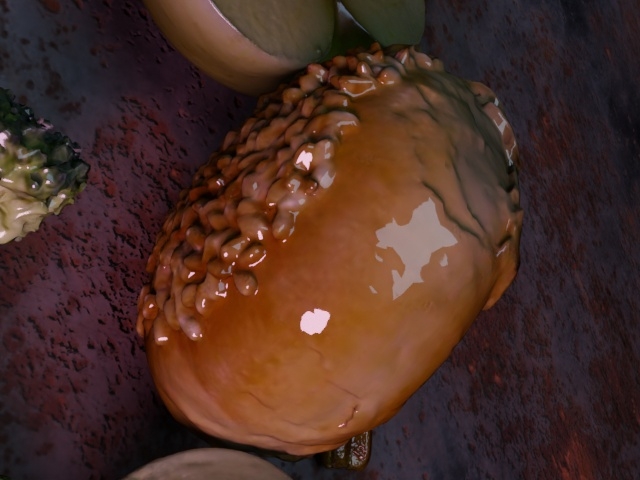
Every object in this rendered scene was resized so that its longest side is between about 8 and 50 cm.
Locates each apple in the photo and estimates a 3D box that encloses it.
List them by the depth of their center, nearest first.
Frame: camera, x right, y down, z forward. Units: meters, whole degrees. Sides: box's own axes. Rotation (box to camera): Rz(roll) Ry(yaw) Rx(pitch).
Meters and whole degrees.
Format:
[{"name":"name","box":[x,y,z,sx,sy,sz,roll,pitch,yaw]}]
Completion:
[{"name":"apple","box":[-0.049,-0.333,0.791,0.312,0.320,0.360,-22,88,-4]}]

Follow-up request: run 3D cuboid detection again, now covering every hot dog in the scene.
[{"name":"hot dog","box":[0.029,0.178,0.891,0.071,0.045,0.165,15,70,-37]}]

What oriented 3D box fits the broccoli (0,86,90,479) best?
[{"name":"broccoli","box":[-0.286,0.056,0.526,0.353,0.275,0.397,-44,108,8]}]

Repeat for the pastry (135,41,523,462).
[{"name":"pastry","box":[0.000,0.000,0.699,0.245,0.409,0.409,40,55,-7]}]

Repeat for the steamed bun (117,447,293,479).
[{"name":"steamed bun","box":[-0.126,0.309,0.542,0.272,0.273,0.290,4,121,-38]}]
